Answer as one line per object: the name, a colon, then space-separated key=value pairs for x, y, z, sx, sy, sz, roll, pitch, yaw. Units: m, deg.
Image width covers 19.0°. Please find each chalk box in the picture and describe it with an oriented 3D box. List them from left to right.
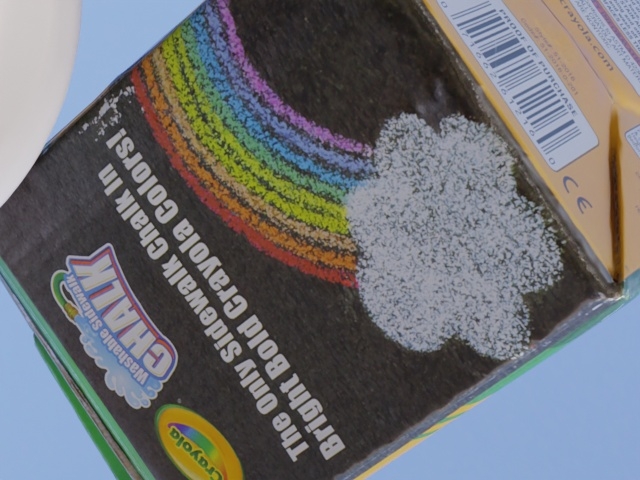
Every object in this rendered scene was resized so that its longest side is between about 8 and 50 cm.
chalk box: x=0.000 y=0.000 z=0.777 sx=0.289 sy=0.179 sz=0.180 roll=-37 pitch=-96 yaw=34

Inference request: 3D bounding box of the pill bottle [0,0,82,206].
pill bottle: x=-0.281 y=-0.105 z=0.761 sx=0.363 sy=0.210 sz=0.210 roll=10 pitch=-123 yaw=44
